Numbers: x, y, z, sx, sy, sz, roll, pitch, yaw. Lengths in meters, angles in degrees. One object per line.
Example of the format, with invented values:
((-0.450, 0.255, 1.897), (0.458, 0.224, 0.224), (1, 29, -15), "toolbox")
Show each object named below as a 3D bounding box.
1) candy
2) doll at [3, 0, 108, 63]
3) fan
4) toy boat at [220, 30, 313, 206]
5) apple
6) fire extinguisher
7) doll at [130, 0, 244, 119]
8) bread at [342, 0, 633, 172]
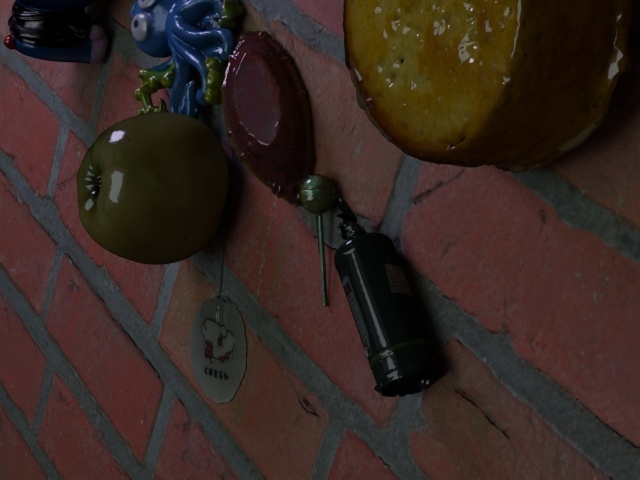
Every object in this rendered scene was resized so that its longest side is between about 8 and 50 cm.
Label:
((0.000, 0.000, 1.872), (0.061, 0.061, 0.202), (6, 102, 54), "candy")
((-0.529, -0.521, 2.452), (0.284, 0.240, 0.310), (28, 118, 35), "doll")
((-0.178, 0.117, 2.135), (0.191, 0.009, 0.329), (8, 96, 54), "fan")
((-0.086, -0.208, 1.950), (0.141, 0.099, 0.318), (-19, 69, 9), "toy boat")
((-0.283, -0.093, 2.094), (0.262, 0.262, 0.262), (-2, 88, 54), "apple")
((0.077, 0.070, 1.719), (0.093, 0.118, 0.294), (-26, 64, 13), "fire extinguisher")
((-0.250, -0.368, 2.167), (0.341, 0.099, 0.346), (26, 106, 51), "doll")
((0.192, -0.259, 1.470), (0.398, 0.215, 0.398), (11, 104, 55), "bread")
